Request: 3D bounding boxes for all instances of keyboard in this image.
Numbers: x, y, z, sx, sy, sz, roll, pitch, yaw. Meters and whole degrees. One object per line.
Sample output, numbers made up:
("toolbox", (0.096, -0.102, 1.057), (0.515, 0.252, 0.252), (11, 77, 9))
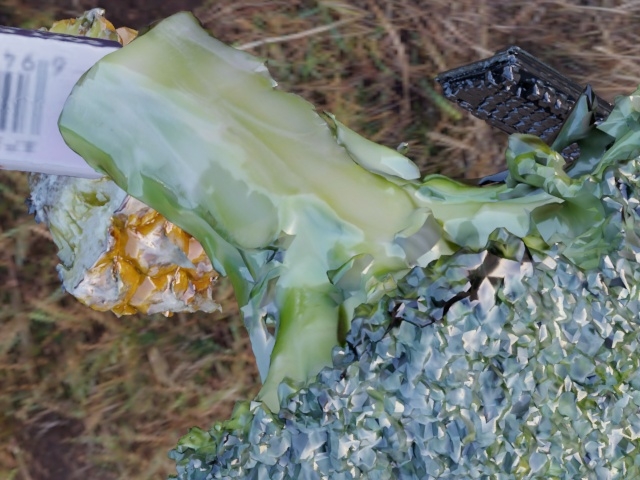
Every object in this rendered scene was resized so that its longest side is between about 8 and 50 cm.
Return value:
("keyboard", (0.175, -0.057, 0.912), (0.072, 0.231, 0.023), (-13, 59, 53))

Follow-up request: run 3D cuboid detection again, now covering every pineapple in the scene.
("pineapple", (-0.124, -0.084, 1.420), (0.209, 0.286, 0.344), (-42, 50, 23))

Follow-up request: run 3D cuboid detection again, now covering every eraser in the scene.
("eraser", (-0.197, -0.086, 0.867), (0.287, 0.130, 0.086), (6, 95, -11))

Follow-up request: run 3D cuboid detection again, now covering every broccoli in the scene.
("broccoli", (-0.009, 0.021, 0.669), (0.361, 0.221, 0.252), (13, 78, 38))
